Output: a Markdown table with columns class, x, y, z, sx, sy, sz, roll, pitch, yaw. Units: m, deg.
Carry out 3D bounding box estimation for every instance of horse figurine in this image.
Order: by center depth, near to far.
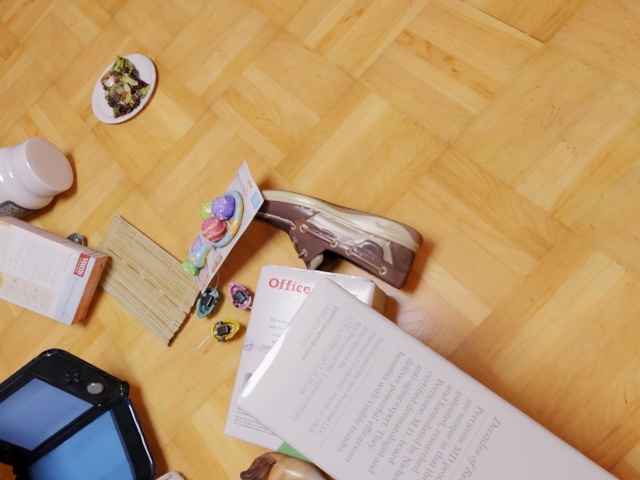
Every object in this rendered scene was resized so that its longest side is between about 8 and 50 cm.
| class | x | y | z | sx | sy | sz | roll | pitch | yaw |
| --- | --- | --- | --- | --- | --- | --- | --- | --- | --- |
| horse figurine | -0.020 | 0.416 | 0.709 | 0.263 | 0.066 | 0.174 | 27 | 90 | 23 |

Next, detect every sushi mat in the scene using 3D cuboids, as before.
| class | x | y | z | sx | sy | sz | roll | pitch | yaw |
| --- | --- | --- | --- | --- | --- | --- | --- | --- | --- |
| sushi mat | -0.383 | 0.076 | 0.970 | 0.316 | 0.019 | 0.151 | 31 | 87 | 26 |

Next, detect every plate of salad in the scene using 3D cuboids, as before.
| class | x | y | z | sx | sy | sz | roll | pitch | yaw |
| --- | --- | --- | --- | --- | --- | --- | --- | --- | --- |
| plate of salad | -0.504 | -0.389 | 1.140 | 0.200 | 0.048 | 0.200 | -6 | 72 | 18 |

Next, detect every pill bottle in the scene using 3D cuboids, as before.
| class | x | y | z | sx | sy | sz | roll | pitch | yaw |
| --- | --- | --- | --- | --- | --- | --- | --- | --- | --- |
| pill bottle | -0.758 | -0.128 | 1.093 | 0.283 | 0.161 | 0.161 | -22 | 68 | 12 |

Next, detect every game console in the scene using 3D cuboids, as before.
| class | x | y | z | sx | sy | sz | roll | pitch | yaw |
| --- | --- | --- | --- | --- | --- | --- | --- | --- | --- |
| game console | -0.485 | 0.376 | 0.805 | 0.293 | 0.250 | 0.173 | -36 | 37 | 7 |

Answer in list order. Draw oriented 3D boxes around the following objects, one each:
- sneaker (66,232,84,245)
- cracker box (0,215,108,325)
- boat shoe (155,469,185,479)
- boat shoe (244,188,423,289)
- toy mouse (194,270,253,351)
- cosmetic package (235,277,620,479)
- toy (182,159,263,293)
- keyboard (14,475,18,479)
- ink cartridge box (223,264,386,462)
| class | x | y | z | sx | sy | sz | roll | pitch | yaw |
| --- | --- | --- | --- | --- | --- | --- | --- | --- | --- |
| sneaker | -0.610 | 0.048 | 1.031 | 0.065 | 0.076 | 0.166 | 39 | 90 | 25 |
| cracker box | -0.596 | 0.063 | 0.963 | 0.232 | 0.067 | 0.155 | 23 | 93 | -2 |
| boat shoe | -0.329 | 0.466 | 0.727 | 0.084 | 0.258 | 0.095 | 34 | 119 | 35 |
| boat shoe | 0.000 | 0.000 | 0.801 | 0.342 | 0.123 | 0.123 | 17 | 82 | 20 |
| toy mouse | -0.182 | 0.120 | 0.876 | 0.161 | 0.031 | 0.143 | -23 | 68 | 12 |
| cosmetic package | 0.142 | 0.244 | 0.531 | 0.453 | 0.230 | 0.161 | 35 | 80 | 6 |
| toy | -0.202 | -0.029 | 0.855 | 0.237 | 0.056 | 0.137 | -55 | 42 | 26 |
| keyboard | -0.455 | 0.479 | 0.869 | 0.317 | 0.033 | 0.201 | 24 | 85 | 24 |
| ink cartridge box | -0.017 | 0.195 | 0.744 | 0.201 | 0.117 | 0.278 | 7 | 77 | 22 |
